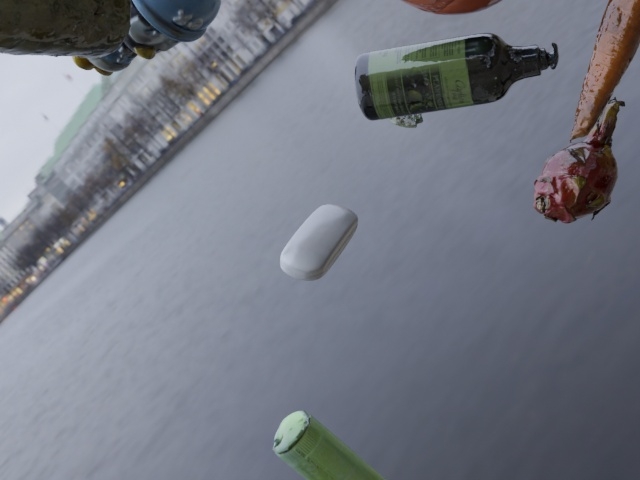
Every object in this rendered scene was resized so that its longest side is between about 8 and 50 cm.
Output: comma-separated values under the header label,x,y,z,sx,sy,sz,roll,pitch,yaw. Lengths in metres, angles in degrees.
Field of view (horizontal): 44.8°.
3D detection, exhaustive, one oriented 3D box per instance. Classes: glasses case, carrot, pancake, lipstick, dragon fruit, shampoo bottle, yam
label,x,y,z,sx,sy,sz,roll,pitch,yaw
glasses case,0.000,0.000,1.244,0.193,0.074,0.049,-52,-23,-51
carrot,0.292,-0.197,0.747,0.057,0.057,0.224,-69,-5,-63
pancake,0.190,-0.295,1.640,0.129,0.116,0.022,-43,-31,-15
lipstick,0.054,0.359,1.121,0.076,0.304,0.076,-38,20,17
dragon fruit,0.458,-0.138,1.332,0.125,0.125,0.246,17,81,54
shampoo bottle,0.194,-0.240,1.111,0.284,0.101,0.101,-6,28,18
yam,-0.301,-0.246,0.812,0.107,0.107,0.194,-36,-10,34

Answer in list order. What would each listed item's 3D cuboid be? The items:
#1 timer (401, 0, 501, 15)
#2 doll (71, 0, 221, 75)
label,x,y,z,sx,sy,sz,roll,pitch,yaw
timer,0.169,-0.414,1.018,0.230,0.215,0.229,-174,90,-66
doll,-0.284,-0.376,1.295,0.314,0.141,0.177,-26,-17,30
